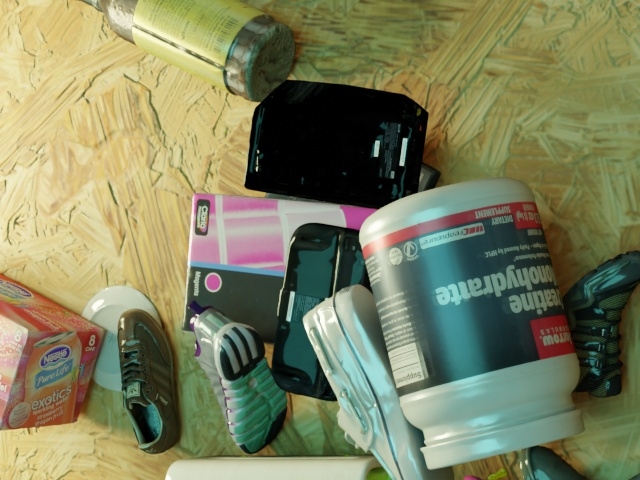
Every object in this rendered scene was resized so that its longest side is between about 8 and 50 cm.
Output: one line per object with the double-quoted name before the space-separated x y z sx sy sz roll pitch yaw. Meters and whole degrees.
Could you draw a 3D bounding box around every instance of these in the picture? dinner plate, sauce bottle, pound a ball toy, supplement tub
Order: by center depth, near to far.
"supplement tub" 0.159 0.086 1.513 0.191 0.191 0.272 -18 81 27
"pound a ball toy" -0.026 0.361 1.720 0.319 0.135 0.208 -4 87 29
"sauce bottle" -0.192 -0.285 1.838 0.344 0.111 0.111 29 103 25
"dinner plate" -0.270 0.130 1.926 0.141 0.017 0.141 -1 87 30

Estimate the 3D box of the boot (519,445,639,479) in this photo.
"boot" 0.342 0.259 1.558 0.208 0.076 0.190 -37 87 30

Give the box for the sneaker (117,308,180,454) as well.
"sneaker" -0.223 0.180 1.857 0.066 0.071 0.188 -17 89 16

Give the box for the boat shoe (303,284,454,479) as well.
"boat shoe" 0.059 0.184 1.578 0.088 0.096 0.268 -29 82 25

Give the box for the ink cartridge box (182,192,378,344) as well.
"ink cartridge box" 0.009 0.043 1.726 0.370 0.069 0.176 5 92 26

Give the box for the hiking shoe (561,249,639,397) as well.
"hiking shoe" 0.300 0.111 1.589 0.114 0.086 0.227 44 118 13

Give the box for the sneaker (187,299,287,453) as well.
"sneaker" -0.103 0.161 1.757 0.098 0.083 0.224 38 150 37

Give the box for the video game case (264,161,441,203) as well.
"video game case" 0.007 -0.004 1.774 0.196 0.026 0.274 31 104 25

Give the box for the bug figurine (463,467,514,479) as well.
"bug figurine" 0.156 0.375 1.584 0.279 0.072 0.216 -26 73 3

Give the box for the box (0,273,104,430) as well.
"box" -0.457 0.128 1.942 0.300 0.154 0.142 24 100 31

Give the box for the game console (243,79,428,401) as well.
"game console" 0.000 0.000 1.672 0.213 0.044 0.361 10 93 29
